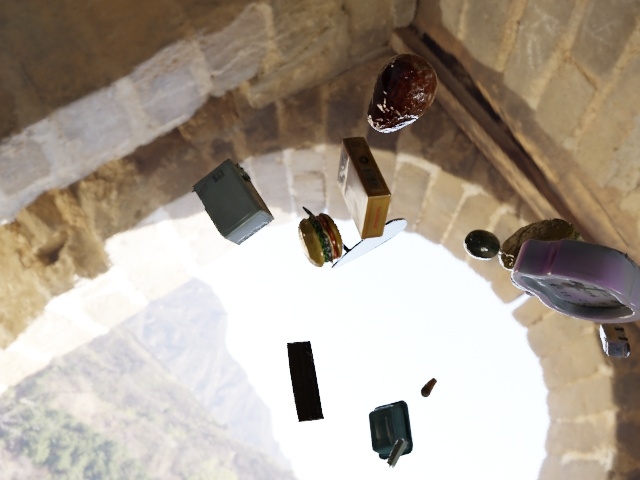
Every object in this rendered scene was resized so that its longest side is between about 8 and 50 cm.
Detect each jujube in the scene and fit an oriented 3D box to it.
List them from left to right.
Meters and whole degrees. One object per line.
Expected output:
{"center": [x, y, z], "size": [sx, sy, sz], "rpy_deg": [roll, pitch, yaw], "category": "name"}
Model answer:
{"center": [0.241, -0.441, 2.113], "size": [0.190, 0.190, 0.255], "rpy_deg": [57, -37, 15], "category": "jujube"}

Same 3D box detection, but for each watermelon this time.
{"center": [0.402, 0.010, 1.736], "size": [0.110, 0.078, 0.078], "rpy_deg": [12, 29, -44], "category": "watermelon"}

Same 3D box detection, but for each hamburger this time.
{"center": [0.000, 0.000, 2.021], "size": [0.162, 0.115, 0.162], "rpy_deg": [160, -90, -78], "category": "hamburger"}
{"center": [0.747, 0.039, 2.441], "size": [0.132, 0.211, 0.308], "rpy_deg": [56, -29, -13], "category": "hamburger"}

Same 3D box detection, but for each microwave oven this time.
{"center": [-0.257, -0.112, 2.084], "size": [0.205, 0.163, 0.129], "rpy_deg": [57, 10, 20], "category": "microwave oven"}

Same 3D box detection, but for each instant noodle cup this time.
{"center": [0.221, 0.618, 2.279], "size": [0.157, 0.070, 0.179], "rpy_deg": [-30, -125, 41], "category": "instant noodle cup"}

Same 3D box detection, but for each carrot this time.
{"center": [0.310, 0.419, 1.989], "size": [0.032, 0.032, 0.093], "rpy_deg": [60, 33, 0], "category": "carrot"}

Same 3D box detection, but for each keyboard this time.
{"center": [-0.050, 0.415, 2.070], "size": [0.017, 0.087, 0.251], "rpy_deg": [105, -23, -59], "category": "keyboard"}

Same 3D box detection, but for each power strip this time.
{"center": [0.194, 0.544, 1.774], "size": [0.017, 0.083, 0.027], "rpy_deg": [37, -15, -20], "category": "power strip"}

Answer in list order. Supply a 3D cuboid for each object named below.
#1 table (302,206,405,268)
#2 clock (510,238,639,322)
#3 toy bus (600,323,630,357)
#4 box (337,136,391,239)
{"center": [0.130, -0.098, 2.439], "size": [0.249, 0.317, 0.317], "rpy_deg": [58, -12, 11], "category": "table"}
{"center": [0.670, 0.107, 1.805], "size": [0.338, 0.102, 0.338], "rpy_deg": [20, -16, 6], "category": "clock"}
{"center": [0.923, 0.313, 2.186], "size": [0.172, 0.072, 0.058], "rpy_deg": [-46, 132, -69], "category": "toy bus"}
{"center": [0.126, -0.160, 2.091], "size": [0.174, 0.076, 0.274], "rpy_deg": [98, -21, -45], "category": "box"}
